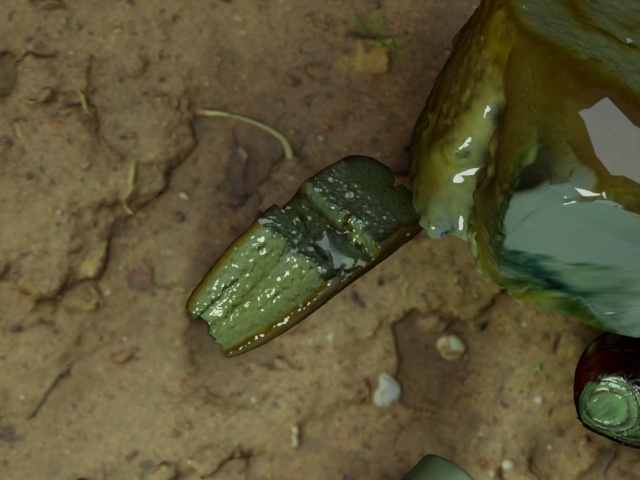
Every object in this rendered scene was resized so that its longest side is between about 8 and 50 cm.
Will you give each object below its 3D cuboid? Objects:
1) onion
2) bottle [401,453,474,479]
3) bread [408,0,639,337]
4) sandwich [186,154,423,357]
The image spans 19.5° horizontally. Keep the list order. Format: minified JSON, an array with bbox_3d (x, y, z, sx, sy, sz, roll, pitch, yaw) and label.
[{"bbox_3d":[0.280,0.123,1.622,0.117,0.118,0.119,39,64,-6],"label":"onion"},{"bbox_3d":[0.048,0.265,1.513,0.072,0.072,0.201,45,64,1],"label":"bottle"},{"bbox_3d":[0.282,-0.047,1.569,0.395,0.239,0.264,19,39,-13],"label":"bread"},{"bbox_3d":[0.000,0.000,1.582,0.244,0.088,0.090,-36,81,-25],"label":"sandwich"}]
